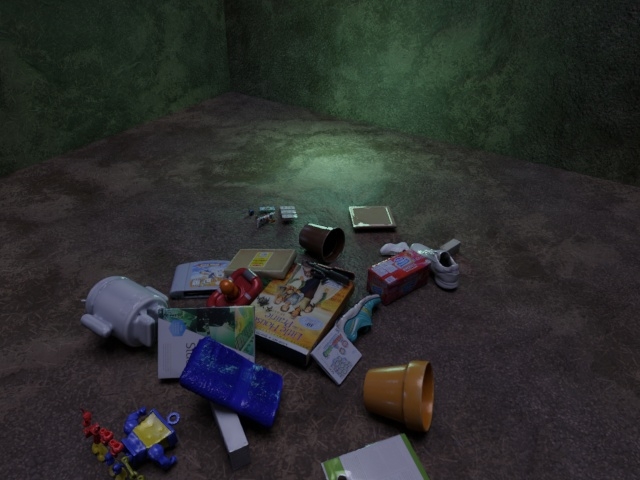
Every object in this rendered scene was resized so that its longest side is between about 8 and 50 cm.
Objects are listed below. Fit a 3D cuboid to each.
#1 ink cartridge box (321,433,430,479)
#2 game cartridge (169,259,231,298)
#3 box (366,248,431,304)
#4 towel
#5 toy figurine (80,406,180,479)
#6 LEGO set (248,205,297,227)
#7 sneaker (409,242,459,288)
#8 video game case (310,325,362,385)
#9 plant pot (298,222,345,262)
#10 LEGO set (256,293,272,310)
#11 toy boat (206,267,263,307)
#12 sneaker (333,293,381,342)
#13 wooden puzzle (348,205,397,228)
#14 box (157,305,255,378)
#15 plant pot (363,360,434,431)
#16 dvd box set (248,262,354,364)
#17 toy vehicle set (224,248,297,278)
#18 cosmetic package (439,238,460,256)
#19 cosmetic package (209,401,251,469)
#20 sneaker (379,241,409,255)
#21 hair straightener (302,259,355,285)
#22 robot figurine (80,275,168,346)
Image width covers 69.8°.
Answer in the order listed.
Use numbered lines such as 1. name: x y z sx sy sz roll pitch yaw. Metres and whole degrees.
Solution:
1. ink cartridge box: 0.150 0.656 1.227 0.256 0.096 0.188 -11 38 -16
2. game cartridge: -0.471 0.161 1.942 0.298 0.062 0.198 -2 39 -6
3. box: 0.331 0.150 1.937 0.257 0.122 0.128 -22 42 -31
4. towel: -0.261 0.422 1.409 0.308 0.076 0.227 29 16 -10
5. toy figurine: -0.470 0.554 1.273 0.363 0.191 0.217 28 38 30
6. LEGO set: -0.250 -0.127 2.392 0.245 0.060 0.182 -3 23 -9
7. sneaker: 0.510 0.077 2.027 0.114 0.152 0.305 -17 38 -22
8. video game case: 0.057 0.396 1.594 0.143 0.019 0.157 48 45 2
9. plant pot: 0.000 0.000 2.118 0.165 0.166 0.167 20 38 37
10. LEGO set: -0.210 0.233 1.707 0.054 0.023 0.083 -11 49 -11
11. toy boat: -0.343 0.197 1.762 0.151 0.151 0.231 37 78 31
12. sneaker: 0.154 0.297 1.763 0.110 0.107 0.275 49 43 8
13. wooden puzzle: 0.267 -0.116 2.392 0.221 0.044 0.238 -1 31 -4
14. box: -0.381 0.340 1.553 0.322 0.232 0.058 -2 -5 -6
15. plant pot: 0.241 0.473 1.428 0.188 0.205 0.205 -1 32 24
16. dvd box set: -0.090 0.255 1.746 0.308 0.062 0.420 17 39 21
17. toy vehicle set: -0.249 0.094 1.921 0.267 0.035 0.166 0 32 20
18. cosmetic package: 0.607 0.042 2.162 0.115 0.060 0.041 -25 42 -35
19. cosmetic package: -0.276 0.543 1.364 0.061 0.098 0.239 -14 37 -23
20. sneaker: 0.350 0.046 2.149 0.152 0.053 0.061 -10 39 -17
21. hair straightener: 0.018 0.129 1.831 0.231 0.047 0.089 20 39 25
22. robot figurine: -0.702 0.252 1.668 0.354 0.199 0.300 21 24 24
